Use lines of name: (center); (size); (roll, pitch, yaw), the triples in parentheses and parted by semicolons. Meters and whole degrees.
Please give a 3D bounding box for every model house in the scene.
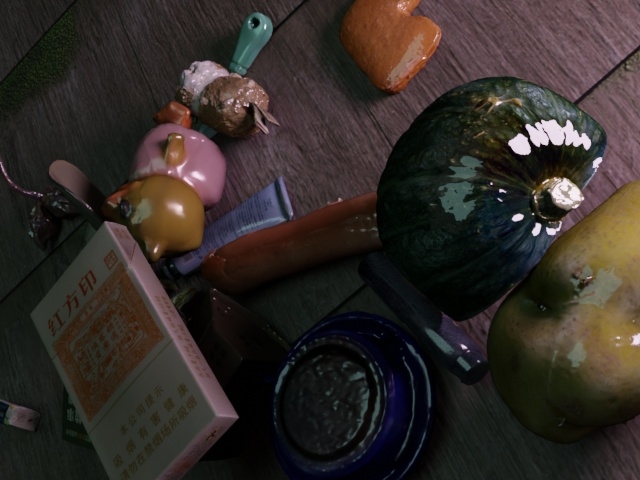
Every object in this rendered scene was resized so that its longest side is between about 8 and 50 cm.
model house: (-0.206, 0.179, 1.532); (0.243, 0.204, 0.211); (42, 105, 35)

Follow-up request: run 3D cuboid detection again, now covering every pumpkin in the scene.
pumpkin: (0.185, -0.073, 1.252); (0.293, 0.197, 0.263); (-58, 10, -18)

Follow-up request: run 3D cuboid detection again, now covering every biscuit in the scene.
biscuit: (0.120, -0.342, 1.588); (0.186, 0.036, 0.192); (-44, 54, 15)

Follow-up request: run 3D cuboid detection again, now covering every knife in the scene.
knife: (-0.150, -0.273, 1.779); (0.063, 0.035, 0.260); (29, 99, 28)

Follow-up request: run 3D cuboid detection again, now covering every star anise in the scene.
star anise: (-0.559, -0.122, 1.922); (0.148, 0.227, 0.218); (-11, 56, 42)

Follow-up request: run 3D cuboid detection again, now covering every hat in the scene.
hat: (-0.398, -0.007, 1.737); (0.149, 0.245, 0.214); (-50, 32, 7)

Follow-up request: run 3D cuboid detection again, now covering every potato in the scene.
potato: (0.335, 0.071, 1.165); (0.351, 0.203, 0.218); (-60, 7, -3)

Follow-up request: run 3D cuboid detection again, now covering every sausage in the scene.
sausage: (0.000, 0.000, 1.518); (0.419, 0.094, 0.094); (-16, 23, 32)

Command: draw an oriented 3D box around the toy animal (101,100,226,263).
toy animal: (-0.250, -0.072, 1.658); (0.195, 0.169, 0.281); (112, 178, -48)

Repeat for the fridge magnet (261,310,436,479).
fridge magnet: (0.034, 0.226, 1.393); (0.266, 0.113, 0.265); (-11, 69, 32)

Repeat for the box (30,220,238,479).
box: (-0.270, 0.168, 1.417); (0.204, 0.051, 0.365); (-48, 56, 19)

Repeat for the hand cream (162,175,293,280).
hand cream: (-0.154, -0.010, 1.665); (0.256, 0.055, 0.088); (-33, 50, 22)

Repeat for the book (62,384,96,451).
book: (-0.369, 0.218, 1.701); (0.202, 0.027, 0.264); (3, 91, 46)

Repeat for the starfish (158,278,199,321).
starfish: (-0.284, 0.177, 1.691); (0.238, 0.071, 0.216); (-37, 49, 29)

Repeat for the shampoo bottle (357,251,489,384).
shampoo bottle: (0.138, 0.103, 1.374); (0.049, 0.087, 0.233); (-52, 50, 11)

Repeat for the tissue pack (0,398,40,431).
tissue pack: (-0.559, 0.317, 1.850); (0.083, 0.062, 0.042); (8, 74, 39)

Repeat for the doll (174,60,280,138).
doll: (-0.146, -0.230, 1.700); (0.221, 0.114, 0.105); (21, 52, 33)
